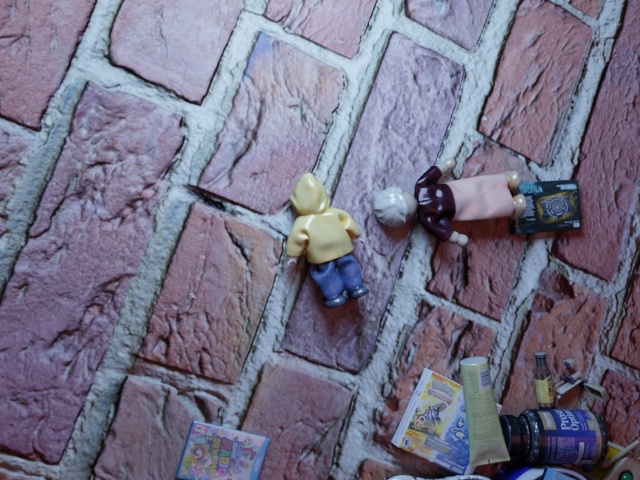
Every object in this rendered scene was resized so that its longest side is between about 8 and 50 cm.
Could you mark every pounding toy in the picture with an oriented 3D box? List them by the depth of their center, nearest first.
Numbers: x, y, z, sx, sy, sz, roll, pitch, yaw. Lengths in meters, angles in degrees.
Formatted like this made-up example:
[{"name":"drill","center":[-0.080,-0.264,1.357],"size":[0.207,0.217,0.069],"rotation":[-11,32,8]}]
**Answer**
[{"name":"pounding toy","center":[0.696,0.536,1.481],"size":[0.130,0.141,0.100],"rotation":[-43,100,-12]}]

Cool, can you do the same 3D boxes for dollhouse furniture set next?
[{"name":"dollhouse furniture set","center":[0.608,0.348,1.474],"size":[0.081,0.114,0.091],"rotation":[-28,100,-10]}]

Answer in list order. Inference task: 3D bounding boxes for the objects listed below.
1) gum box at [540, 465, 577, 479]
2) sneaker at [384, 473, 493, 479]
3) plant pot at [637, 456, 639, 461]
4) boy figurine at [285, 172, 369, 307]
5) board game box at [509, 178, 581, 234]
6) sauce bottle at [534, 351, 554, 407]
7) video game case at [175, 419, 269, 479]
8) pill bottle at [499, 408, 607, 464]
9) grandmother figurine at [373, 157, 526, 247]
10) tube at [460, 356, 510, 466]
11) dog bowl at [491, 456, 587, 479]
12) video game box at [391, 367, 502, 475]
[{"name":"gum box","center":[0.555,0.613,1.385],"size":[0.185,0.041,0.156],"rotation":[27,82,-15]},{"name":"sneaker","center":[0.270,0.601,1.341],"size":[0.282,0.162,0.106],"rotation":[3,124,-10]},{"name":"plant pot","center":[0.863,0.596,1.546],"size":[0.095,0.134,0.134],"rotation":[20,84,-41]},{"name":"boy figurine","center":[0.000,0.000,1.315],"size":[0.177,0.092,0.285],"rotation":[-24,95,-14]},{"name":"board game box","center":[0.541,-0.083,1.500],"size":[0.186,0.026,0.126],"rotation":[-4,90,-15]},{"name":"sauce bottle","center":[0.533,0.333,1.488],"size":[0.042,0.042,0.128],"rotation":[-9,94,-16]},{"name":"video game case","center":[-0.202,0.452,1.295],"size":[0.166,0.015,0.119],"rotation":[18,85,-15]},{"name":"pill bottle","center":[0.531,0.453,1.436],"size":[0.219,0.123,0.122],"rotation":[2,89,-3]},{"name":"grandmother figurine","center":[0.285,-0.082,1.397],"size":[0.343,0.104,0.207],"rotation":[-4,64,-13]},{"name":"tube","center":[0.358,0.383,1.387],"size":[0.062,0.070,0.240],"rotation":[-13,93,-49]},{"name":"dog bowl","center":[0.513,0.647,1.449],"size":[0.265,0.104,0.264],"rotation":[0,89,-16]},{"name":"video game box","center":[0.291,0.418,1.418],"size":[0.205,0.048,0.187],"rotation":[28,80,-14]}]
